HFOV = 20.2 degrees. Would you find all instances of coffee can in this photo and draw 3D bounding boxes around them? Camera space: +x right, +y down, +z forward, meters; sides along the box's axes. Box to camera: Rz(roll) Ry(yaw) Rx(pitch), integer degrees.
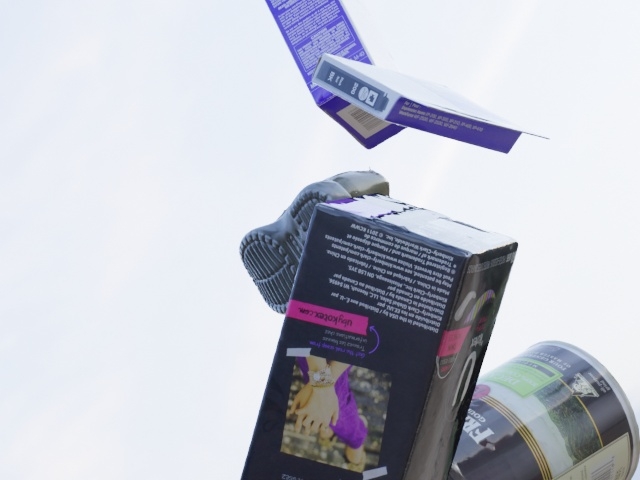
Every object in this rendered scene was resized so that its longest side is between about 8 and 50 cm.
[{"bbox_3d":[0.202,0.257,2.057,0.275,0.201,0.201,-25,-23,-36],"label":"coffee can"}]

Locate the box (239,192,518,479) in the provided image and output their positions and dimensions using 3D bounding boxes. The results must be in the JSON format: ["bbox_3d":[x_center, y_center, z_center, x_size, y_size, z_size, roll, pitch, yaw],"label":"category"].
[{"bbox_3d":[0.050,0.110,1.533,0.165,0.143,0.270,-12,-60,-68],"label":"box"}]

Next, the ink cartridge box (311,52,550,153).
[{"bbox_3d":[0.128,-0.152,2.100,0.206,0.208,0.045,11,-76,-39],"label":"ink cartridge box"}]

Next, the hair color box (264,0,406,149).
[{"bbox_3d":[0.007,-0.313,2.564,0.110,0.339,0.185,-31,-28,13],"label":"hair color box"}]

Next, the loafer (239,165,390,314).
[{"bbox_3d":[0.000,0.000,1.732,0.087,0.094,0.251,-28,-4,-29],"label":"loafer"}]
